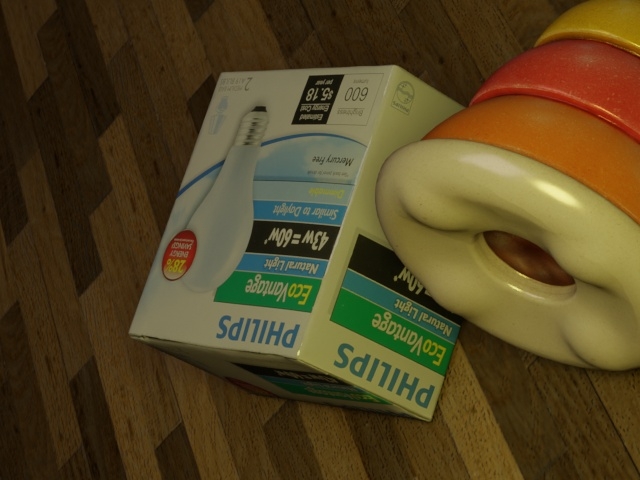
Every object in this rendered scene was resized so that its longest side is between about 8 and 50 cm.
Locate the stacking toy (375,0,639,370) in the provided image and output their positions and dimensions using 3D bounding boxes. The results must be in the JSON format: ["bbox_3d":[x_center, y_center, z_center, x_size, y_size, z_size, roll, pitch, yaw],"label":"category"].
[{"bbox_3d":[0.306,-0.134,2.054,0.350,0.350,0.480,-1,50,51],"label":"stacking toy"}]

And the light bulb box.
[{"bbox_3d":[0.000,0.000,2.345,0.358,0.225,0.361,3,70,52],"label":"light bulb box"}]
